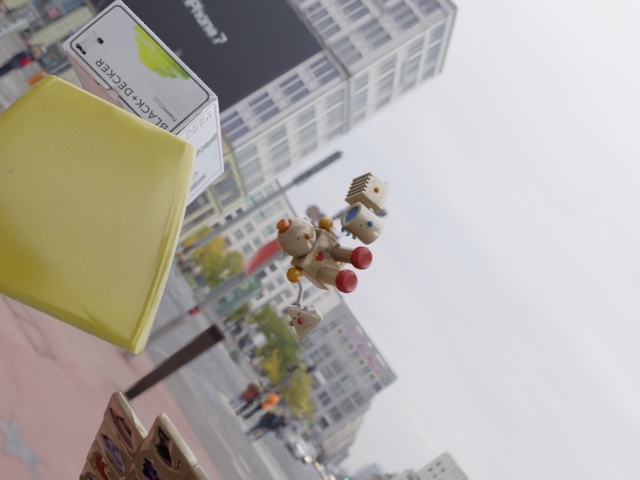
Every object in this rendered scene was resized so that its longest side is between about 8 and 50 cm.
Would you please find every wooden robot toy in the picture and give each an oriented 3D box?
[{"bbox_3d":[0.000,0.000,0.738,0.079,0.173,0.076,40,-18,-24],"label":"wooden robot toy"}]

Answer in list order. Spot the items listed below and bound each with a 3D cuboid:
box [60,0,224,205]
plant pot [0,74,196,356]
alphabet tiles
[{"bbox_3d":[-0.210,-0.155,1.030,0.169,0.087,0.290,45,-12,6],"label":"box"},{"bbox_3d":[-0.220,-0.022,0.751,0.212,0.187,0.212,27,-12,-7],"label":"plant pot"},{"bbox_3d":[-0.156,0.319,0.844,0.285,0.011,0.342,51,-40,17],"label":"alphabet tiles"}]
